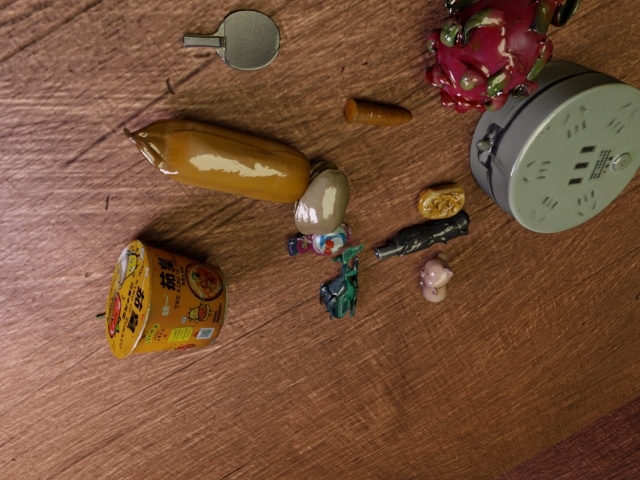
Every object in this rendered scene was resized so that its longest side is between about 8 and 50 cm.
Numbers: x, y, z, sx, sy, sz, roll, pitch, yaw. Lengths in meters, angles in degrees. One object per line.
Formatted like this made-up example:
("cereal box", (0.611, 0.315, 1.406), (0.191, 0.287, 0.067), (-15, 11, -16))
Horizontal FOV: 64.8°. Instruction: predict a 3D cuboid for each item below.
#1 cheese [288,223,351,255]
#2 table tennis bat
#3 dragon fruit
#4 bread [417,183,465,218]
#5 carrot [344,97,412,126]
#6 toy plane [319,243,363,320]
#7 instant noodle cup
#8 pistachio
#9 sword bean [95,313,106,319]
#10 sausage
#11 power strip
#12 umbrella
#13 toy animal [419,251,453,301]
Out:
("cheese", (0.000, 0.000, 1.088), (0.144, 0.038, 0.095), (-13, 128, -14))
("table tennis bat", (-0.140, -0.321, 0.812), (0.157, 0.014, 0.095), (-7, 128, -19))
("dragon fruit", (0.312, -0.349, 0.871), (0.272, 0.219, 0.198), (-33, 175, -3))
("bread", (0.270, -0.087, 1.129), (0.110, 0.044, 0.083), (-10, 131, -13))
("carrot", (0.116, -0.238, 0.954), (0.139, 0.048, 0.048), (1, 124, -23))
("toy plane", (0.053, 0.109, 1.178), (0.096, 0.060, 0.235), (-15, 132, -21))
("instant noodle cup", (-0.290, 0.117, 0.962), (0.172, 0.216, 0.216), (12, 120, -39))
("pistachio", (0.001, -0.080, 0.988), (0.112, 0.113, 0.149), (-2, 116, -20))
("sword bean", (-0.425, 0.148, 1.046), (0.083, 0.012, 0.012), (-19, 129, -10))
("sausage", (-0.174, -0.140, 0.874), (0.327, 0.112, 0.112), (10, 120, -27))
("power strip", (0.492, -0.190, 1.064), (0.356, 0.161, 0.358), (-11, 128, -14))
("umbrella", (0.234, -0.009, 1.166), (0.235, 0.059, 0.066), (-17, 106, -7))
("toy animal", (0.287, 0.098, 1.251), (0.089, 0.083, 0.150), (-24, 143, -21))
